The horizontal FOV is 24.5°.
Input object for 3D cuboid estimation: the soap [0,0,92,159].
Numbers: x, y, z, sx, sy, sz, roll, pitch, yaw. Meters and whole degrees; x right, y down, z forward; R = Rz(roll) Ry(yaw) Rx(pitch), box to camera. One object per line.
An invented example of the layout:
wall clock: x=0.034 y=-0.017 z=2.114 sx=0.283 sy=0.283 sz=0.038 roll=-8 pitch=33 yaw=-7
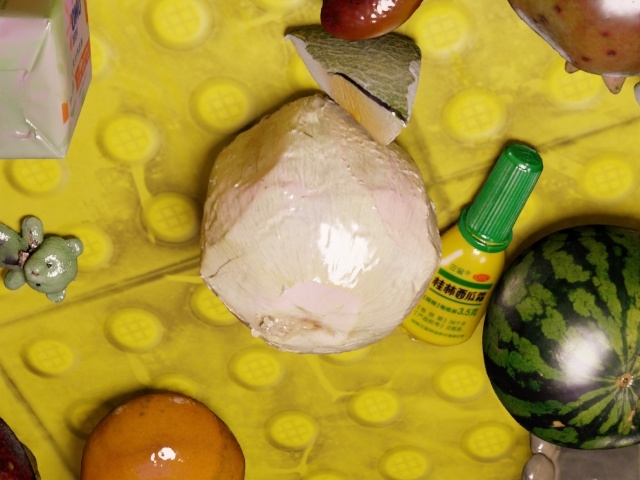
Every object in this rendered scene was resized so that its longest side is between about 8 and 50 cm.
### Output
soap: x=-0.339 y=-0.212 z=1.640 sx=0.138 sy=0.199 sz=0.182 roll=1 pitch=126 yaw=2

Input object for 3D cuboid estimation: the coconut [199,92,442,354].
coconut: x=0.000 y=0.000 z=1.768 sx=0.297 sy=0.254 sz=0.297 roll=0 pitch=126 yaw=0

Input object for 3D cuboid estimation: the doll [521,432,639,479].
doll: x=0.463 y=0.358 z=2.102 sx=0.382 sy=0.252 sz=0.378 roll=2 pitch=159 yaw=1

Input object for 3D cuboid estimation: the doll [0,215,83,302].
doll: x=-0.387 y=0.023 z=1.898 sx=0.150 sy=0.077 sz=0.115 roll=21 pitch=114 yaw=-2

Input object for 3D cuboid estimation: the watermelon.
watermelon: x=0.346 y=0.122 z=1.846 sx=0.285 sy=0.285 sz=0.285 roll=0 pitch=127 yaw=0

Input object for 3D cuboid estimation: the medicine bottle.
medicine bottle: x=0.197 y=0.008 z=1.887 sx=0.111 sy=0.076 sz=0.309 roll=16 pitch=124 yaw=-14

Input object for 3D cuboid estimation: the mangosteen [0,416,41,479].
mangosteen: x=-0.530 y=0.352 z=2.038 sx=0.306 sy=0.359 sz=0.306 roll=2 pitch=97 yaw=13

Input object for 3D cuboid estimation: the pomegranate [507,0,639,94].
pomegranate: x=0.343 y=-0.300 z=1.571 sx=0.290 sy=0.291 sz=0.323 roll=-23 pitch=164 yaw=16

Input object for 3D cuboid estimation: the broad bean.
broad bean: x=0.067 y=-0.298 z=1.652 sx=0.114 sy=0.084 sz=0.165 roll=25 pitch=119 yaw=-7

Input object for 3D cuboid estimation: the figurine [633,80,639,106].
figurine: x=0.540 y=-0.222 z=1.649 sx=0.224 sy=0.205 sz=0.382 roll=27 pitch=130 yaw=-12

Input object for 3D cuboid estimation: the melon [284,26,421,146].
melon: x=0.057 y=-0.196 z=1.719 sx=0.139 sy=0.202 sz=0.093 roll=-35 pitch=153 yaw=-27

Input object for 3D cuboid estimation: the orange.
orange: x=-0.220 y=0.316 z=2.051 sx=0.240 sy=0.171 sz=0.240 roll=-5 pitch=126 yaw=-7
